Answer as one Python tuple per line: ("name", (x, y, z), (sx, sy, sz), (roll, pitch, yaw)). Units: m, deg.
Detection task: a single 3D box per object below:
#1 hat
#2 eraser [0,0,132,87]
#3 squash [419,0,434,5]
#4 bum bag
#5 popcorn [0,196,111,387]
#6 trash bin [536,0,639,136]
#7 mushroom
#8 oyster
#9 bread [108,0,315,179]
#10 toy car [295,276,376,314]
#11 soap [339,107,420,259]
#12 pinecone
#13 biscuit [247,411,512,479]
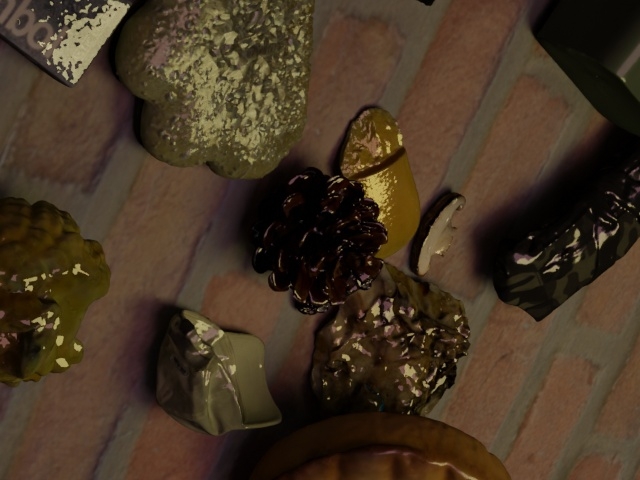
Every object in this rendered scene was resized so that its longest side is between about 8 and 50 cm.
("hat", (-0.103, 0.132, 1.589), (0.166, 0.081, 0.122), (3, 71, -57))
("eraser", (-0.250, -0.212, 1.281), (0.212, 0.046, 0.092), (37, 86, -46))
("squash", (-0.044, -0.350, 1.268), (0.309, 0.310, 0.310), (2, 112, -20))
("bum bag", (0.329, -0.030, 1.855), (0.340, 0.095, 0.144), (-41, 137, -20))
("popcorn", (-0.261, 0.050, 1.360), (0.173, 0.142, 0.173), (-14, 106, -59))
("trash bin", (0.416, -0.290, 1.747), (0.343, 0.158, 0.223), (-54, 135, -4))
("mushroom", (0.125, -0.007, 1.740), (0.049, 0.019, 0.101), (20, 100, -45))
("oyster", (0.079, 0.142, 1.740), (0.223, 0.083, 0.214), (37, 84, -39))
("bread", (-0.093, -0.174, 1.438), (0.207, 0.056, 0.286), (-20, 123, -35))
("toy car", (0.014, 0.045, 1.661), (0.093, 0.025, 0.041), (-27, 135, -3))
("soap", (0.058, -0.052, 1.646), (0.089, 0.033, 0.168), (-35, 130, -22))
("pinecone", (0.001, 0.000, 1.563), (0.140, 0.121, 0.140), (-16, 121, -28))
("biscuit", (0.063, 0.288, 1.703), (0.296, 0.102, 0.296), (1, 133, 1))
